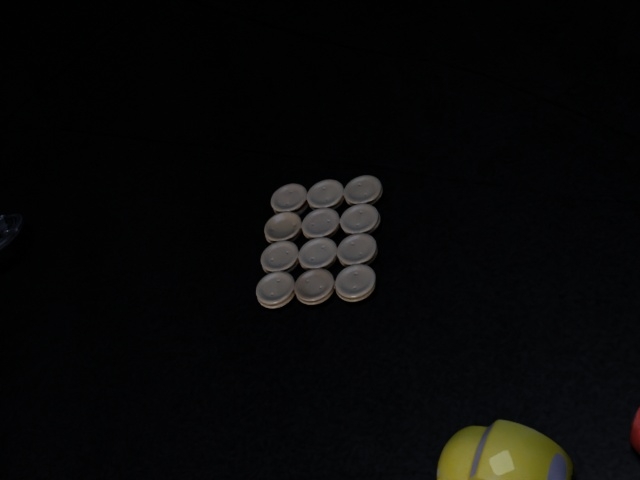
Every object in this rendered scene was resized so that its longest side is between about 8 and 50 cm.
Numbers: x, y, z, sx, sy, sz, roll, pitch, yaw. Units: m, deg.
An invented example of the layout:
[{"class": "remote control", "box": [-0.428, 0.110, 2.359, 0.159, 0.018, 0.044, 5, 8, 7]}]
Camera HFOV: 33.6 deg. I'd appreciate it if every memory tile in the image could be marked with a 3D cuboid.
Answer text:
[{"class": "memory tile", "box": [0.000, 0.000, 0.974, 0.113, 0.012, 0.148, -6, 48, 15]}]

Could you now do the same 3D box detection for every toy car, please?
[{"class": "toy car", "box": [0.206, 0.184, 0.700, 0.239, 0.053, 0.225, -18, 45, 5]}]

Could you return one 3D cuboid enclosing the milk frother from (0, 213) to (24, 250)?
[{"class": "milk frother", "box": [-0.392, -0.023, 1.055, 0.129, 0.134, 0.143, 28, 63, 36]}]
